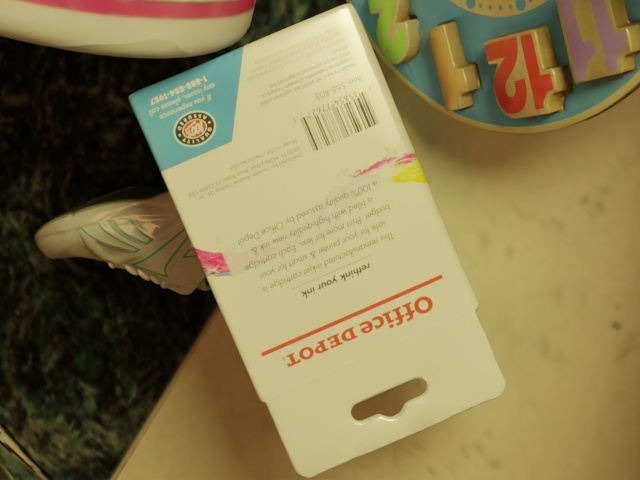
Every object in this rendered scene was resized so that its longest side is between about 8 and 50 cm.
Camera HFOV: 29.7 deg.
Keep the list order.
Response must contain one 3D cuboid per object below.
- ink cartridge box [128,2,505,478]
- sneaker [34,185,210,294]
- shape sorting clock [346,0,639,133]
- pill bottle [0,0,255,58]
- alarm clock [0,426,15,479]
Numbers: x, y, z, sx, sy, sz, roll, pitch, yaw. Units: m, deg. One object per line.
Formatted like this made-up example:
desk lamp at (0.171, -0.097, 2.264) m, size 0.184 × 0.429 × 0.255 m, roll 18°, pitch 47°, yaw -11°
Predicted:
ink cartridge box at (0.000, 0.000, 0.539) m, size 0.104 × 0.061 × 0.181 m, roll -23°, pitch 94°, yaw -1°
sneaker at (-0.083, 0.001, 0.616) m, size 0.152 × 0.053 × 0.061 m, roll -9°, pitch 105°, yaw 30°
shape sorting clock at (0.064, -0.142, 0.466) m, size 0.206 × 0.040 × 0.206 m, roll 28°, pitch 130°, yaw 40°
pill bottle at (-0.083, -0.229, 0.475) m, size 0.160 × 0.160 × 0.283 m, roll 20°, pitch 112°, yaw 22°
alarm clock at (-0.243, 0.200, 0.761) m, size 0.129 × 0.064 × 0.192 m, roll 31°, pitch 116°, yaw 16°
